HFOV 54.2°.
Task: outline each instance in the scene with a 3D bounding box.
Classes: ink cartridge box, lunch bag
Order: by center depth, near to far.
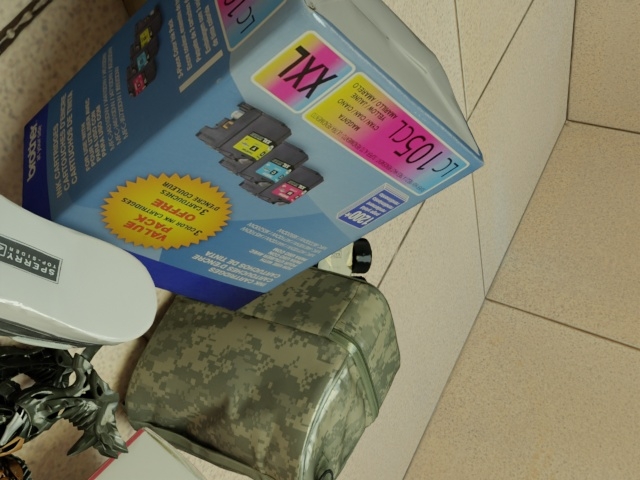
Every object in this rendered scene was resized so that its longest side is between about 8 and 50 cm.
[{"bbox_3d":[-0.091,-0.074,0.598,0.270,0.395,0.151,25,44,-46],"label":"ink cartridge box"},{"bbox_3d":[-0.246,0.376,0.718,0.207,0.117,0.283,-44,164,-42],"label":"ink cartridge box"},{"bbox_3d":[-0.078,0.178,0.822,0.256,0.305,0.213,-55,146,-36],"label":"lunch bag"}]

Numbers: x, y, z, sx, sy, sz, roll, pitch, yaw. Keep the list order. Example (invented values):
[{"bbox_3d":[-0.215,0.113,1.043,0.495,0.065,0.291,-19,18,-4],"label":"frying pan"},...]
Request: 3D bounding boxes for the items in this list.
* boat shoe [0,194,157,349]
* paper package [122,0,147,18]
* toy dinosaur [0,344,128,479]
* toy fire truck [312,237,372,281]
[{"bbox_3d":[-0.267,0.009,0.453,0.301,0.102,0.108,32,48,-43],"label":"boat shoe"},{"bbox_3d":[-0.081,-0.371,0.627,0.309,0.168,0.325,-52,147,-33],"label":"paper package"},{"bbox_3d":[-0.310,0.164,0.566,0.218,0.164,0.322,-10,135,-42],"label":"toy dinosaur"},{"bbox_3d":[0.000,0.000,1.044,0.158,0.246,0.217,-2,100,-22],"label":"toy fire truck"}]
